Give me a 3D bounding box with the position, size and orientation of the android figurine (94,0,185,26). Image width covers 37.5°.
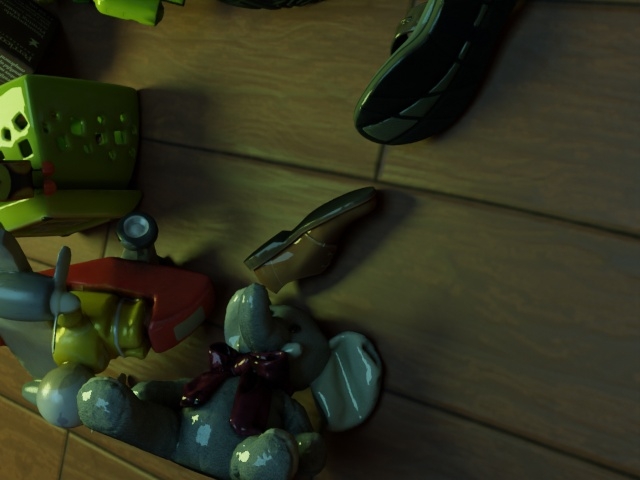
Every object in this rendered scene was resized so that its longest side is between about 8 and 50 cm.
[{"bbox_3d":[-0.265,-0.445,1.370,0.056,0.272,0.248,-133,58,-79],"label":"android figurine"}]

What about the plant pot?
[{"bbox_3d":[-0.422,-0.119,1.468,0.227,0.228,0.207,-14,83,34],"label":"plant pot"}]

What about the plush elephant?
[{"bbox_3d":[-0.079,0.174,1.175,0.271,0.330,0.255,12,71,24],"label":"plush elephant"}]

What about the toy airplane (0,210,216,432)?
[{"bbox_3d":[-0.384,0.135,1.310,0.384,0.386,0.272,-36,53,30],"label":"toy airplane"}]

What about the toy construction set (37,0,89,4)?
[{"bbox_3d":[-0.454,-0.458,1.484,0.215,0.328,0.151,2,101,8],"label":"toy construction set"}]

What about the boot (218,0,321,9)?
[{"bbox_3d":[0.000,-0.558,1.225,0.367,0.146,0.445,-10,83,28],"label":"boot"}]

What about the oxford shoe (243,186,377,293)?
[{"bbox_3d":[0.000,0.000,1.241,0.212,0.076,0.076,-34,97,28],"label":"oxford shoe"}]

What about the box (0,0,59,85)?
[{"bbox_3d":[-0.566,-0.319,1.575,0.167,0.168,0.203,-43,27,26],"label":"box"}]

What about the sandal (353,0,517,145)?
[{"bbox_3d":[0.146,-0.244,1.128,0.303,0.120,0.086,-57,29,17],"label":"sandal"}]

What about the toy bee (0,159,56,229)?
[{"bbox_3d":[-0.456,-0.071,1.300,0.298,0.162,0.195,43,131,48],"label":"toy bee"}]
